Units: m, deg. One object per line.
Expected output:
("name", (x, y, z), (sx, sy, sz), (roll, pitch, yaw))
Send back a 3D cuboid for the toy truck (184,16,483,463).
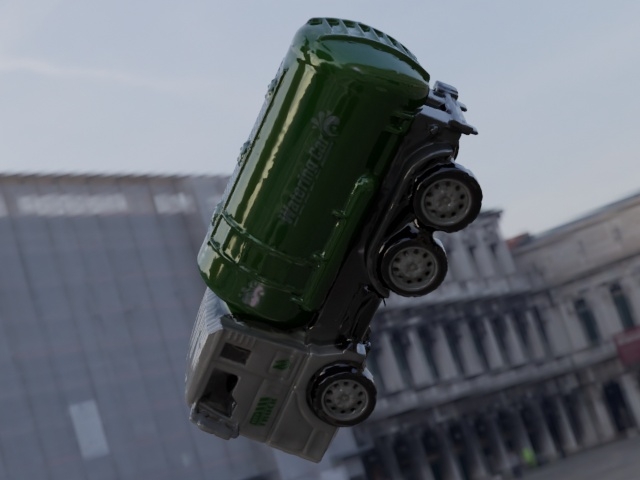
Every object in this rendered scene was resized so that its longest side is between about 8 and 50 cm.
("toy truck", (0.000, 0.000, 0.770), (0.125, 0.242, 0.101), (19, 22, -12))
